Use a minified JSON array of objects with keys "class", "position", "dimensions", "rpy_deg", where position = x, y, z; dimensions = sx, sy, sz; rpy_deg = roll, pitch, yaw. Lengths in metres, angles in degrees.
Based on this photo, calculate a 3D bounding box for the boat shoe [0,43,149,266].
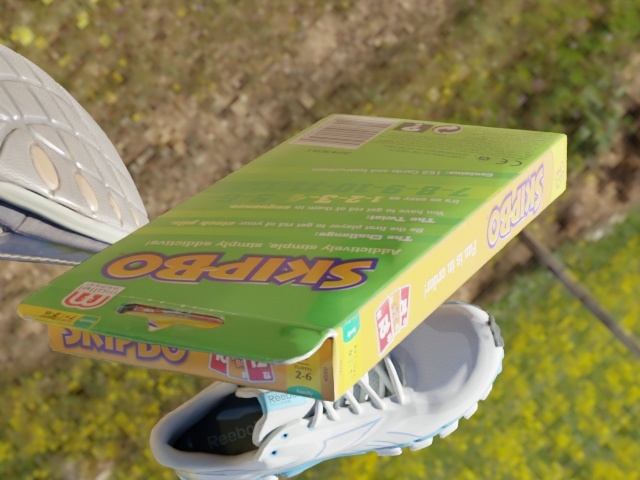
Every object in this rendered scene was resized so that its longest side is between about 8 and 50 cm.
[{"class":"boat shoe","position":[-0.252,-0.053,0.970],"dimensions":[0.130,0.132,0.355],"rpy_deg":[-36,144,21]}]

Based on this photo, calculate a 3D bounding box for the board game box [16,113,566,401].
[{"class":"board game box","position":[0.000,0.000,0.658],"dimensions":[0.259,0.124,0.039],"rpy_deg":[-32,125,-56]}]

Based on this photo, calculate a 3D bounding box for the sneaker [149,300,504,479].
[{"class":"sneaker","position":[0.001,0.082,0.803],"dimensions":[0.191,0.071,0.083],"rpy_deg":[-24,166,9]}]
